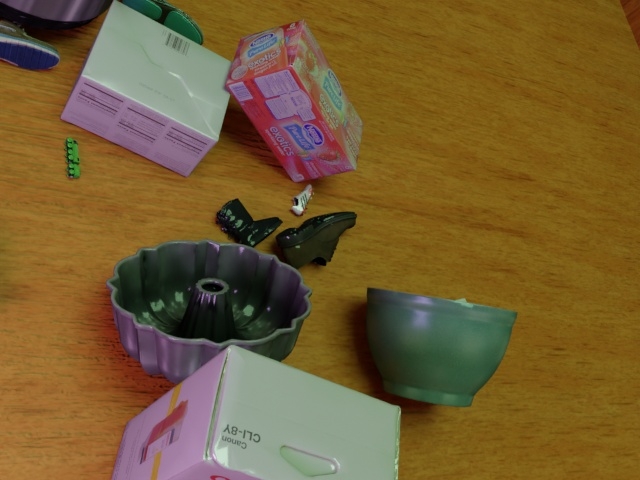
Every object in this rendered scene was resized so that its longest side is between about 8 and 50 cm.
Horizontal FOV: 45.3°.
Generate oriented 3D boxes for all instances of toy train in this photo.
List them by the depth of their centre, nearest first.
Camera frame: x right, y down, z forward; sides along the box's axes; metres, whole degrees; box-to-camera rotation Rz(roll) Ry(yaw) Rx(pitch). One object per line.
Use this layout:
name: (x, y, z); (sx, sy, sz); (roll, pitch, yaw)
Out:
toy train: (-0.444, -0.148, 1.375); (0.023, 0.017, 0.083); (11, 58, -42)

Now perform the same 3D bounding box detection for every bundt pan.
bundt pan: (-0.181, 0.125, 1.256); (0.330, 0.124, 0.331); (7, 27, -4)

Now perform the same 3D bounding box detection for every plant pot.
plant pot: (0.219, 0.210, 1.484); (0.292, 0.293, 0.197); (12, 85, -29)

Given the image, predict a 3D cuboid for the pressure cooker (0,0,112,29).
pressure cooker: (-0.460, -0.630, 1.344); (0.369, 0.420, 0.376); (22, 44, -27)

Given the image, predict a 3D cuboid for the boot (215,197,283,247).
boot: (-0.141, -0.041, 1.509); (0.099, 0.045, 0.121); (49, 49, 3)

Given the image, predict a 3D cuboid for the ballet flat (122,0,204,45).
ballet flat: (-0.325, -0.480, 1.621); (0.188, 0.070, 0.070); (32, 50, -21)

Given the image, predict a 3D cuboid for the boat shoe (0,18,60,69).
boat shoe: (-0.562, -0.365, 1.383); (0.183, 0.066, 0.066); (11, 57, -30)

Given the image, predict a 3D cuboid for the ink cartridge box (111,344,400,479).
ink cartridge box: (-0.104, 0.319, 1.096); (0.279, 0.384, 0.161); (24, 53, -22)

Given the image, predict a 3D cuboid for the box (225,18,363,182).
box: (-0.042, -0.273, 1.549); (0.300, 0.154, 0.142); (53, 38, -44)

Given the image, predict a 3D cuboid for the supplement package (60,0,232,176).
supplement package: (-0.319, -0.283, 1.453); (0.261, 0.145, 0.204); (25, 53, -22)

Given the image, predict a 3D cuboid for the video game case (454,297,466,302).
video game case: (0.296, 0.211, 1.685); (0.143, 0.019, 0.157); (-8, 69, -38)

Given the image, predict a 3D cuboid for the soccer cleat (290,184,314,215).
soccer cleat: (-0.039, -0.090, 1.617); (0.035, 0.029, 0.083); (33, 55, -21)

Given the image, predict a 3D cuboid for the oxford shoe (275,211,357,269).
oxford shoe: (0.000, 0.000, 1.573); (0.227, 0.082, 0.096); (-28, 105, -43)
